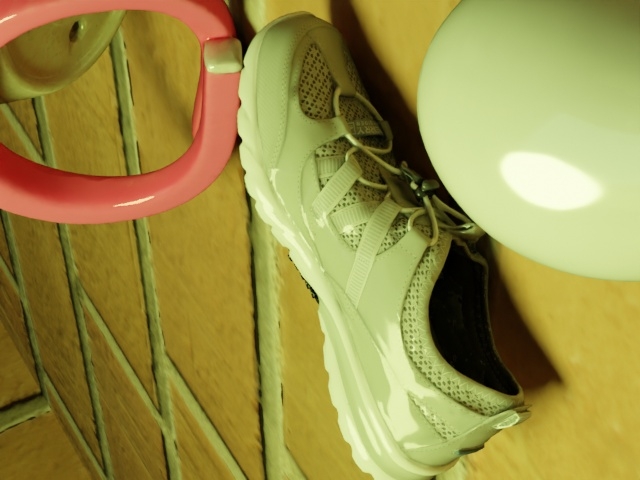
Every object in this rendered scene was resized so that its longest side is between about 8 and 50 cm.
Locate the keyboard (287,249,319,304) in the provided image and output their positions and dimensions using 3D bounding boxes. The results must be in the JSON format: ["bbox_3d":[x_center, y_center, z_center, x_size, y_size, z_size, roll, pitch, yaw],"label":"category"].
[{"bbox_3d":[0.000,0.000,1.129,0.100,0.038,0.192,66,161,2],"label":"keyboard"}]

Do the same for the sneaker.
[{"bbox_3d":[0.045,-0.007,0.957,0.115,0.105,0.281,-25,84,38],"label":"sneaker"}]

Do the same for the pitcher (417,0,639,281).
[{"bbox_3d":[0.141,-0.021,0.609,0.207,0.125,0.178,16,135,51],"label":"pitcher"}]

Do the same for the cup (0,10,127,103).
[{"bbox_3d":[-0.277,-0.228,1.251,0.237,0.331,0.331,26,144,22],"label":"cup"}]

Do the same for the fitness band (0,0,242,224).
[{"bbox_3d":[-0.162,-0.097,1.179,0.291,0.209,0.054,104,160,-61],"label":"fitness band"}]
